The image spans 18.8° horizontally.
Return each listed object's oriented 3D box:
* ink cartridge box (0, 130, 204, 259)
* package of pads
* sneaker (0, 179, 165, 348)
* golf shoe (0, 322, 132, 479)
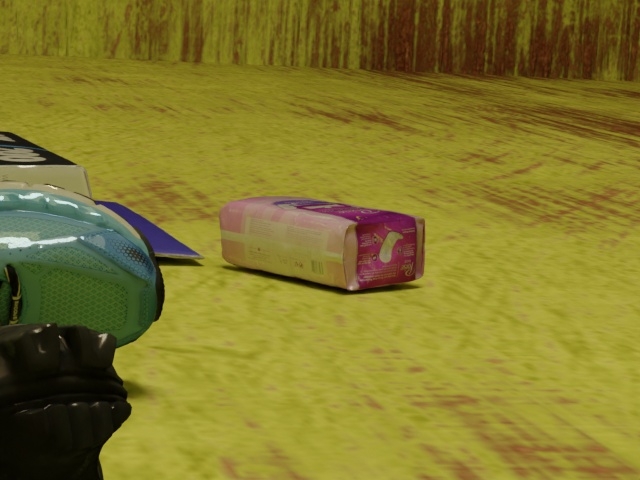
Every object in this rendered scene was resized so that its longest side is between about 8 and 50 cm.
[{"bbox_3d":[-0.176,-0.026,0.914,0.208,0.045,0.206,2,7,-18],"label":"ink cartridge box"},{"bbox_3d":[0.000,0.000,0.837,0.050,0.032,0.083,-8,13,-43],"label":"package of pads"},{"bbox_3d":[-0.126,0.025,0.572,0.162,0.063,0.073,-2,26,-10],"label":"sneaker"},{"bbox_3d":[-0.121,0.055,0.295,0.094,0.077,0.198,-9,-7,44],"label":"golf shoe"}]
